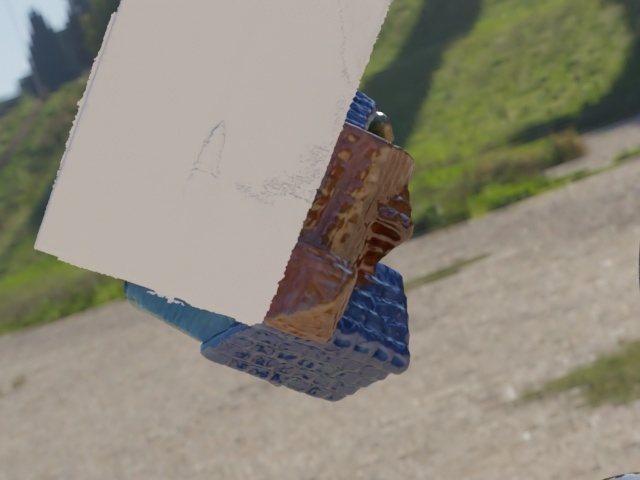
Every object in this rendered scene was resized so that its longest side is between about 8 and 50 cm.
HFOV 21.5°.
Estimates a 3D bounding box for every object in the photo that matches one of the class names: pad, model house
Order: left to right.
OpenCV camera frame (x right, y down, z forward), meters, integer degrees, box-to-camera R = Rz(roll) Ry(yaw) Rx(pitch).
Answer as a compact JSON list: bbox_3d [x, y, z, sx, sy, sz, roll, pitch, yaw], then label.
[{"bbox_3d":[-0.068,-0.072,1.025,0.156,0.232,0.004,20,12,-8],"label":"pad"},{"bbox_3d":[0.000,0.000,1.577,0.252,0.294,0.329,26,-3,-28],"label":"model house"}]

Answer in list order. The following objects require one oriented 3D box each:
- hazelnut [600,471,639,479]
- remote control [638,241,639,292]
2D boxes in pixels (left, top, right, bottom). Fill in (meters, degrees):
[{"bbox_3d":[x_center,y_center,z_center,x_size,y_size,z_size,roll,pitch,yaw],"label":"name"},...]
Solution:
[{"bbox_3d":[0.284,0.384,1.314,0.353,0.420,0.421,-4,-1,-14],"label":"hazelnut"},{"bbox_3d":[0.257,-0.044,0.714,0.221,0.332,0.103,10,2,9],"label":"remote control"}]
